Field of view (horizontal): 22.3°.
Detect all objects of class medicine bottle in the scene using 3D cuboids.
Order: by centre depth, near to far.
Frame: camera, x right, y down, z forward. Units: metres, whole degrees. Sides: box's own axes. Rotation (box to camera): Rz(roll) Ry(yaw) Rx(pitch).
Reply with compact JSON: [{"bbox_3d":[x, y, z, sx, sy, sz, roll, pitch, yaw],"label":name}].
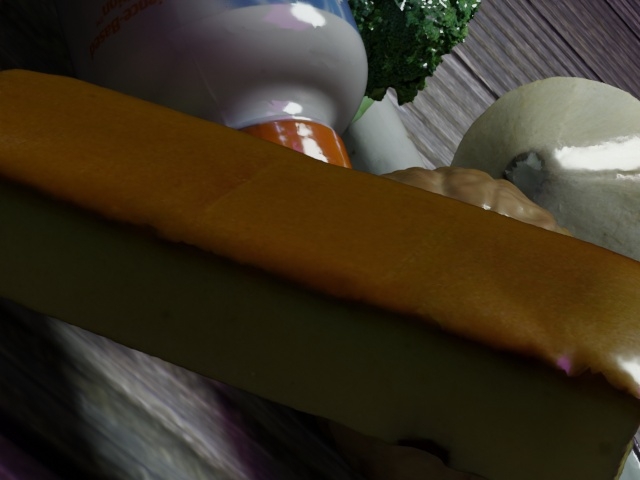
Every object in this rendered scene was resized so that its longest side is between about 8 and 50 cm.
[{"bbox_3d":[-0.067,-0.132,0.908,0.157,0.157,0.288,22,42,-53],"label":"medicine bottle"}]

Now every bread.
[{"bbox_3d":[-0.022,0.010,0.730,0.361,0.077,0.138,19,23,13],"label":"bread"}]

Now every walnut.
[{"bbox_3d":[0.068,0.055,0.944,0.213,0.213,0.213,43,23,-24],"label":"walnut"}]

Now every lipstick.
[{"bbox_3d":[0.033,-0.092,1.274,0.059,0.059,0.264,21,38,-54],"label":"lipstick"}]

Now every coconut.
[{"bbox_3d":[0.213,-0.034,1.371,0.202,0.202,0.222,61,20,19],"label":"coconut"}]

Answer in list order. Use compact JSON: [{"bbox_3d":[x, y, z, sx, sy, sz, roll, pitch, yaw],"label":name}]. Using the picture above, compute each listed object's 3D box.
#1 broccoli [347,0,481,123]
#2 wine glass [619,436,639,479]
[{"bbox_3d":[-0.007,-0.181,1.138,0.270,0.270,0.270,78,-6,-53],"label":"broccoli"},{"bbox_3d":[0.072,0.148,0.809,0.122,0.183,0.122,44,25,-27],"label":"wine glass"}]
